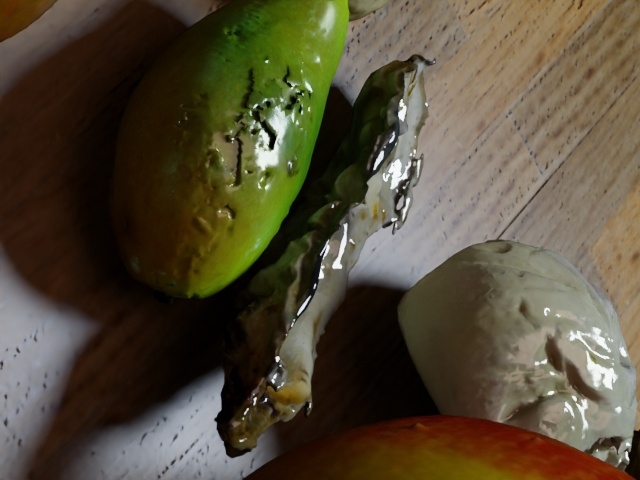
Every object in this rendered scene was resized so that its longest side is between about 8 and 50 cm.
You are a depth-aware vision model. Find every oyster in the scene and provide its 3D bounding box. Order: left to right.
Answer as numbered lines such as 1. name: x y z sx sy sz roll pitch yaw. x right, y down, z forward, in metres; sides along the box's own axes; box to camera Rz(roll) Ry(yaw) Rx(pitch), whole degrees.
1. oyster: 0.000 0.002 1.189 0.078 0.129 0.345 23 47 7

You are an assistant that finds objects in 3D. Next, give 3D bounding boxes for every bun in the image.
1. bun: 0.143 0.091 1.260 0.193 0.128 0.178 64 12 18

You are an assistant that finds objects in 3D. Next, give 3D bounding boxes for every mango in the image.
1. mango: -0.052 -0.072 1.148 0.111 0.125 0.233 27 69 1

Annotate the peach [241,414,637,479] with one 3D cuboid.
1. peach: 0.069 0.269 1.059 0.370 0.370 0.370 11 74 -43

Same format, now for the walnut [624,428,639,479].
1. walnut: 0.272 0.224 1.341 0.269 0.221 0.244 68 16 11

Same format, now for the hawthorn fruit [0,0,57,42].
1. hawthorn fruit: -0.195 -0.232 0.920 0.277 0.298 0.277 10 70 -29

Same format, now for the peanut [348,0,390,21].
1. peanut: 0.045 -0.224 1.296 0.229 0.098 0.103 -45 145 -43
